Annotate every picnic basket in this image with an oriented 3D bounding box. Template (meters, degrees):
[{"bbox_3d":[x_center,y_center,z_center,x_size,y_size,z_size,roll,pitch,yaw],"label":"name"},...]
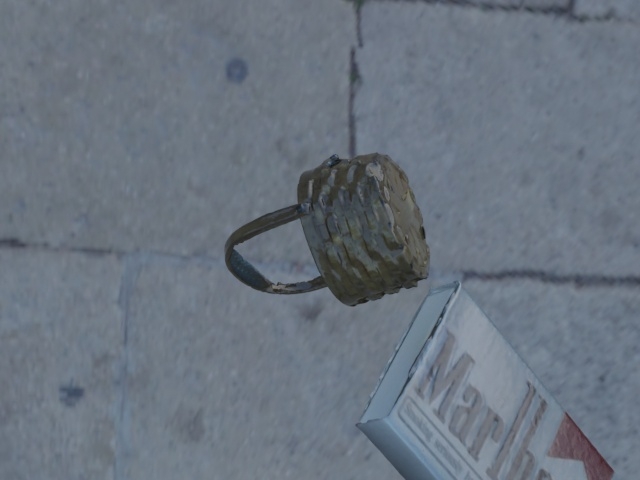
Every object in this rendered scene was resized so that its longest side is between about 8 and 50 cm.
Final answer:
[{"bbox_3d":[0.000,0.000,0.702,0.083,0.072,0.072,-21,69,17],"label":"picnic basket"}]

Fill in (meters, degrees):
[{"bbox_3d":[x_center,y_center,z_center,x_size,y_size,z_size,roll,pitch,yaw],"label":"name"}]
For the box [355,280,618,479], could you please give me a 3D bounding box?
[{"bbox_3d":[0.103,0.126,0.959,0.177,0.036,0.115,50,48,-20],"label":"box"}]
